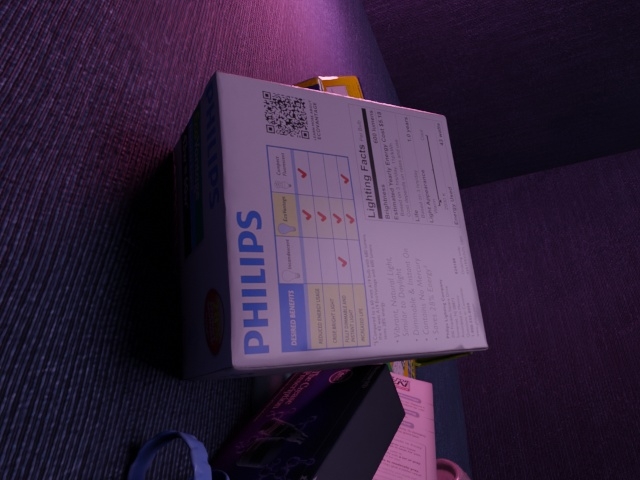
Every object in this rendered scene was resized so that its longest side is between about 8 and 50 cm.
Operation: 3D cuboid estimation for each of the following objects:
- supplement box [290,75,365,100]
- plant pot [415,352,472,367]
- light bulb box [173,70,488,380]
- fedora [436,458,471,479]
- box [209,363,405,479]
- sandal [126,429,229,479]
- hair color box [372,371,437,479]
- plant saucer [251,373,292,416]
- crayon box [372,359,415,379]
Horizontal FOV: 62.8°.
[{"bbox_3d":[-0.018,-0.227,1.113,0.356,0.196,0.194,-47,123,-67],"label":"supplement box"},{"bbox_3d":[0.408,0.324,1.925,0.227,0.229,0.207,45,31,-55],"label":"plant pot"},{"bbox_3d":[0.000,0.000,0.740,0.362,0.225,0.357,3,72,-28],"label":"light bulb box"},{"bbox_3d":[0.278,0.607,1.245,0.124,0.244,0.275,62,-12,7],"label":"fedora"},{"bbox_3d":[-0.013,0.293,0.756,0.261,0.185,0.103,-38,113,-56],"label":"box"},{"bbox_3d":[-0.178,0.294,0.496,0.317,0.126,0.138,-43,116,-77],"label":"sandal"},{"bbox_3d":[0.123,0.414,1.047,0.374,0.186,0.113,-66,172,-66],"label":"hair color box"},{"bbox_3d":[-0.034,0.301,0.984,0.318,0.044,0.317,-12,90,-70],"label":"plant saucer"},{"bbox_3d":[0.182,0.287,1.466,0.313,0.106,0.362,53,34,-49],"label":"crayon box"}]
